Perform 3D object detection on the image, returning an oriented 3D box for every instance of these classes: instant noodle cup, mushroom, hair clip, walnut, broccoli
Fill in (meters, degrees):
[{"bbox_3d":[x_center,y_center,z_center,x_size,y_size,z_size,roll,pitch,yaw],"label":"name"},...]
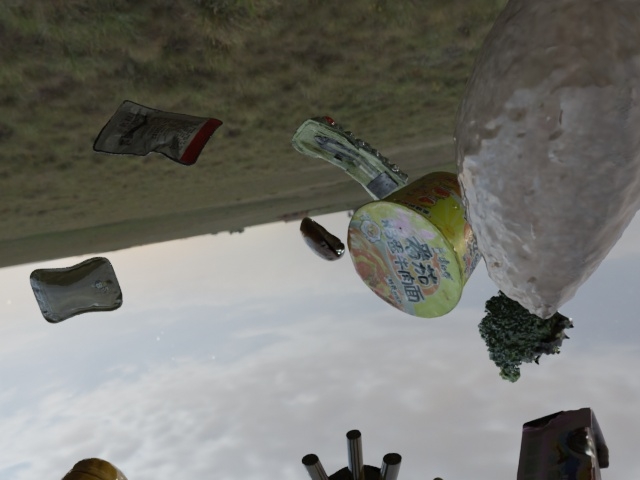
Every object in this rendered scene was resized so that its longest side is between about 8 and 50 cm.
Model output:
[{"bbox_3d":[0.214,-0.007,1.062,0.200,0.264,0.264,-37,-161,-36],"label":"instant noodle cup"},{"bbox_3d":[0.000,0.000,1.113,0.052,0.123,0.123,-47,178,9],"label":"mushroom"},{"bbox_3d":[0.086,-0.222,1.375,0.138,0.321,0.091,-39,-155,47],"label":"hair clip"},{"bbox_3d":[-0.518,0.602,1.223,0.165,0.197,0.165,-18,-152,10],"label":"walnut"},{"bbox_3d":[0.575,0.262,1.472,0.246,0.263,0.243,-8,160,31],"label":"broccoli"}]

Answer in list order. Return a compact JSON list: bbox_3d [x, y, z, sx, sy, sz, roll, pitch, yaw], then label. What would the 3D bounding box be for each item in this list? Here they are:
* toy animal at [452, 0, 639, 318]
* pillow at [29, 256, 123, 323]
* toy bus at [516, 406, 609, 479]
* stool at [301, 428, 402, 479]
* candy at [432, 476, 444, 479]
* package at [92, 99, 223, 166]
[{"bbox_3d":[0.228,-0.117,0.498,0.188,0.358,0.226,20,-139,22],"label":"toy animal"},{"bbox_3d":[-0.530,0.109,1.151,0.217,0.130,0.033,-11,-169,15],"label":"pillow"},{"bbox_3d":[0.308,0.331,0.671,0.112,0.090,0.274,-18,-166,32],"label":"toy bus"},{"bbox_3d":[0.089,0.648,1.389,0.272,0.179,0.272,-6,-165,2],"label":"stool"},{"bbox_3d":[0.371,0.849,1.684,0.094,0.199,0.106,-1,-175,-8],"label":"candy"},{"bbox_3d":[-0.338,-0.224,1.100,0.239,0.030,0.154,11,-126,15],"label":"package"}]
